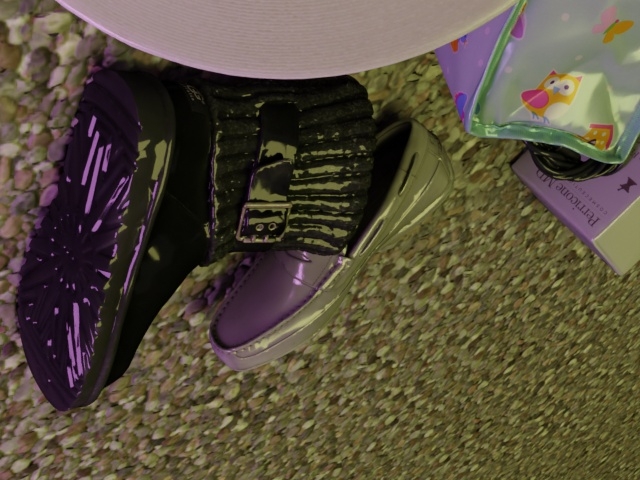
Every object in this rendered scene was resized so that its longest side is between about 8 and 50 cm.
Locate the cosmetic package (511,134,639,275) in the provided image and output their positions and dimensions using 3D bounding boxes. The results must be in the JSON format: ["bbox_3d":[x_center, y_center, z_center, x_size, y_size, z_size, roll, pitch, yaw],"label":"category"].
[{"bbox_3d":[0.367,-0.085,1.285,0.183,0.151,0.151,-46,147,7],"label":"cosmetic package"}]

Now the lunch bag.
[{"bbox_3d":[0.173,-0.222,0.713,0.160,0.223,0.262,8,128,-13],"label":"lunch bag"}]

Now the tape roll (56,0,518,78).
[{"bbox_3d":[-0.015,-0.272,0.509,0.392,0.392,0.072,-49,-175,15],"label":"tape roll"}]

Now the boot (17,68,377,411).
[{"bbox_3d":[-0.106,0.003,0.940,0.260,0.131,0.348,-4,133,-42],"label":"boot"}]

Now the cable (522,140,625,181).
[{"bbox_3d":[0.286,-0.140,1.161,0.150,0.047,0.184,-41,116,-19],"label":"cable"}]

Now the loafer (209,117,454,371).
[{"bbox_3d":[0.000,0.000,1.073,0.319,0.112,0.111,-46,142,-4],"label":"loafer"}]
